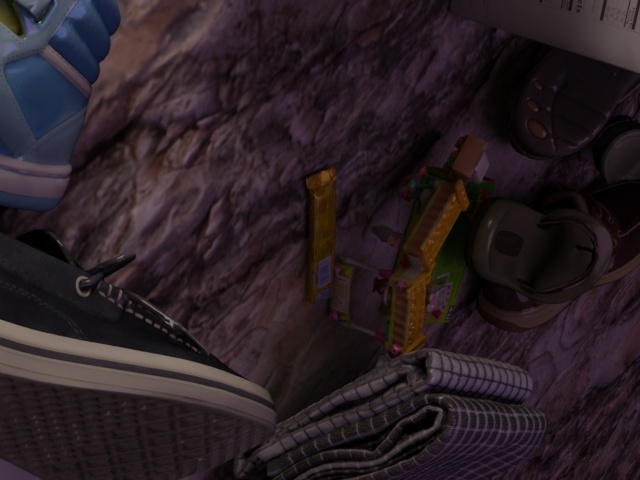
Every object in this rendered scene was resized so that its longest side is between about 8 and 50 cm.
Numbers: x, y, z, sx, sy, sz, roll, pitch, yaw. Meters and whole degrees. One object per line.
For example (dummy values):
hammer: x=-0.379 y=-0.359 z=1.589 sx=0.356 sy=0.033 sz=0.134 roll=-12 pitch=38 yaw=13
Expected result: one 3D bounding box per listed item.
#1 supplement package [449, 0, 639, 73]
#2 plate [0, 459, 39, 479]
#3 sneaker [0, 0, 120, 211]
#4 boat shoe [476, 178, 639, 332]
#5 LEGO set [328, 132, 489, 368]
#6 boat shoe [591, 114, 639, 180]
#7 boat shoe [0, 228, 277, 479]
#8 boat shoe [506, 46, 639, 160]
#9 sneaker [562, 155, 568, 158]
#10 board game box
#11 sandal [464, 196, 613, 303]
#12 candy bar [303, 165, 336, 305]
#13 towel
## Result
supplement package: x=0.277 y=-0.273 z=1.274 sx=0.139 sy=0.244 sz=0.134 roll=-18 pitch=125 yaw=-44
plate: x=-0.357 y=0.268 z=0.995 sx=0.278 sy=0.045 sz=0.277 roll=-10 pitch=118 yaw=-48
sneaker: x=-0.257 y=-0.144 z=0.800 sx=0.319 sy=0.127 sz=0.208 roll=13 pitch=103 yaw=-63
boat shoe: x=0.336 y=-0.011 z=1.623 sx=0.342 sy=0.123 sz=0.123 roll=-29 pitch=134 yaw=-29
LEGO set: x=0.086 y=0.013 z=1.349 sx=0.132 sy=0.107 sz=0.287 roll=-4 pitch=110 yaw=-60
boat shoe: x=0.392 y=-0.127 z=1.627 sx=0.081 sy=0.069 sz=0.227 roll=-49 pitch=160 yaw=16
boat shoe: x=-0.212 y=0.077 z=0.928 sx=0.186 sy=0.156 sz=0.500 roll=-31 pitch=144 yaw=27
boat shoe: x=0.344 y=-0.234 z=1.492 sx=0.355 sy=0.132 sz=0.130 roll=-42 pitch=-178 yaw=-13
sneaker: x=0.323 y=-0.139 z=1.590 sx=0.098 sy=0.038 sz=0.069 roll=10 pitch=103 yaw=-53
board game box: x=0.138 y=0.007 z=1.448 sx=0.092 sy=0.043 sz=0.181 roll=0 pitch=112 yaw=-52
sandal: x=0.272 y=0.019 z=1.446 sx=0.302 sy=0.086 sz=0.120 roll=5 pitch=95 yaw=-53
candy bar: x=0.000 y=0.000 z=1.293 sx=0.040 sy=0.018 sz=0.161 roll=-25 pitch=130 yaw=-36
towel: x=0.077 y=0.224 z=1.326 sx=0.283 sy=0.121 sz=0.235 roll=-31 pitch=156 yaw=27
